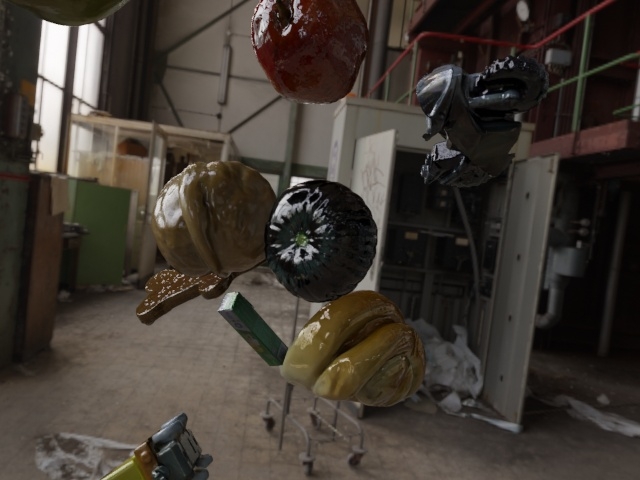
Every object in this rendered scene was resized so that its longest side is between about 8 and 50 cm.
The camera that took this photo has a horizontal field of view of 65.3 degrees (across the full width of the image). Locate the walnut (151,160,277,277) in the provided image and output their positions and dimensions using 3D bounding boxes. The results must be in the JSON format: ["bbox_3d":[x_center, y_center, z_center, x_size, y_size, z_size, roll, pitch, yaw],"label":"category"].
[{"bbox_3d":[-0.240,-0.047,1.149,0.297,0.285,0.285,-10,2,3],"label":"walnut"}]

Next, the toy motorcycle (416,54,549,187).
[{"bbox_3d":[0.197,-0.155,0.699,0.159,0.106,0.270,8,-25,-1],"label":"toy motorcycle"}]

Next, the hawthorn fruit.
[{"bbox_3d":[-0.036,-0.470,1.139,0.287,0.286,0.330,8,-1,20],"label":"hawthorn fruit"}]

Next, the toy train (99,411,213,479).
[{"bbox_3d":[-0.222,0.309,0.675,0.127,0.089,0.219,-30,-6,-13],"label":"toy train"}]

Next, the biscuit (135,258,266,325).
[{"bbox_3d":[-0.297,0.099,1.375,0.432,0.064,0.283,-24,23,4],"label":"biscuit"}]

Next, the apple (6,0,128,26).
[{"bbox_3d":[-0.436,-0.578,0.746,0.474,0.473,0.473,7,2,0],"label":"apple"}]

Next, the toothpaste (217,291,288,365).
[{"bbox_3d":[-0.121,0.167,0.927,0.037,0.043,0.178,-11,-50,31],"label":"toothpaste"}]

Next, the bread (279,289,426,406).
[{"bbox_3d":[0.087,0.303,1.230,0.245,0.329,0.424,56,11,30],"label":"bread"}]

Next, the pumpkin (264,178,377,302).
[{"bbox_3d":[0.000,0.000,0.817,0.202,0.201,0.140,8,2,31],"label":"pumpkin"}]
